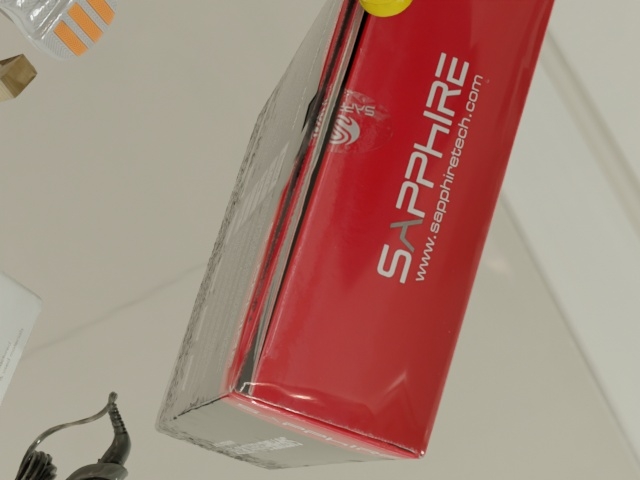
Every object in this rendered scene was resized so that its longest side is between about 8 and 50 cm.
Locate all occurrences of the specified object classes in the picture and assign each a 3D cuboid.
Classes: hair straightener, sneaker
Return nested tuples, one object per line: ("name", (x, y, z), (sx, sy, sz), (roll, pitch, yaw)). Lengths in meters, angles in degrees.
("hair straightener", (-0.199, 0.183, 0.843), (0.230, 0.089, 0.047), (-57, 152, -25))
("sneaker", (-0.306, -0.279, 1.166), (0.124, 0.180, 0.321), (-48, 158, -10))

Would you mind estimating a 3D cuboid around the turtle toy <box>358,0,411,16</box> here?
("turtle toy", (0.021, -0.157, 0.529), (0.130, 0.066, 0.095), (-57, 153, -16))

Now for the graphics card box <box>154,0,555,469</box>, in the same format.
("graphics card box", (0.000, 0.000, 0.731), (0.094, 0.233, 0.371), (19, 166, -9))

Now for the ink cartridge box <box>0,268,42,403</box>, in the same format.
("ink cartridge box", (-0.179, 0.002, 0.420), (0.104, 0.060, 0.180), (15, 164, 24))

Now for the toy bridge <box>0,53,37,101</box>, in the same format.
("toy bridge", (-0.237, -0.149, 0.750), (0.063, 0.026, 0.188), (-7, 132, 43))
